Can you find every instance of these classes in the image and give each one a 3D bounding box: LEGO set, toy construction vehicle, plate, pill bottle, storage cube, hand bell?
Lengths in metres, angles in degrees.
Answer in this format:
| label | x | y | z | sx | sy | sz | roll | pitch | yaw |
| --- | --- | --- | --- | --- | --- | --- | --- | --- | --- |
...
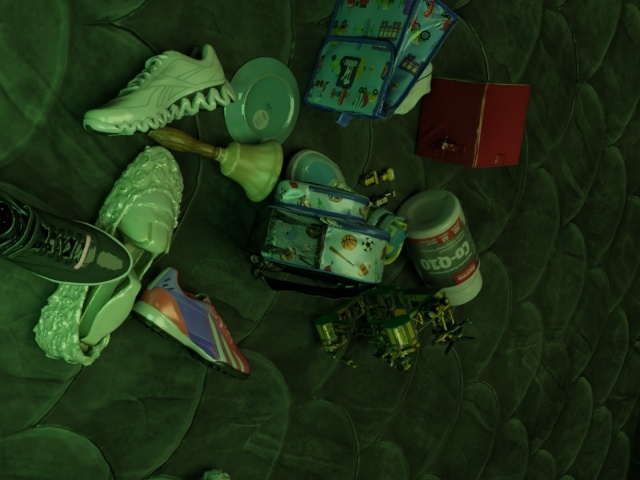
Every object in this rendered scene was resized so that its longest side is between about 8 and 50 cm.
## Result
| label | x | y | z | sx | sy | sz | roll | pitch | yaw |
| --- | --- | --- | --- | --- | --- | --- | --- | --- | --- |
| LEGO set | 0.167 | 0.231 | 1.695 | 0.255 | 0.331 | 0.192 | -35 | 110 | -46 |
| toy construction vehicle | 0.134 | -0.124 | 1.732 | 0.098 | 0.035 | 0.086 | -30 | 113 | -36 |
| plate | -0.106 | -0.262 | 1.453 | 0.188 | 0.024 | 0.188 | -18 | 117 | -40 |
| pill bottle | 0.305 | 0.024 | 1.854 | 0.161 | 0.161 | 0.283 | -47 | 131 | -21 |
| storage cube | 0.364 | -0.287 | 1.779 | 0.215 | 0.184 | 0.193 | -8 | 110 | -42 |
| hand bell | -0.203 | -0.165 | 1.362 | 0.242 | 0.126 | 0.126 | 18 | 93 | -33 |

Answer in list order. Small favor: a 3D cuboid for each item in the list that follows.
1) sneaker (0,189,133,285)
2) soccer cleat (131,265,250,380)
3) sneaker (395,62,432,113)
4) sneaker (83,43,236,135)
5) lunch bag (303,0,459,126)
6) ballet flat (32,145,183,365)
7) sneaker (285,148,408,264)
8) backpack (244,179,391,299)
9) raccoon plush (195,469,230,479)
| label | x | y | z | sx | sy | sz | roll | pitch | yaw |
| --- | --- | --- | --- | --- | --- | --- | --- | --- | --- |
| sneaker | -0.414 | 0.003 | 1.101 | 0.296 | 0.147 | 0.104 | 22 | 82 | -24 |
| soccer cleat | -0.225 | 0.172 | 1.447 | 0.318 | 0.109 | 0.116 | 44 | 70 | -41 |
| sneaker | 0.167 | -0.319 | 1.642 | 0.258 | 0.094 | 0.091 | -33 | 121 | -32 |
| sneaker | -0.276 | -0.251 | 1.248 | 0.292 | 0.110 | 0.118 | -31 | 117 | -42 |
| lunch bag | 0.099 | -0.357 | 1.473 | 0.138 | 0.221 | 0.293 | 30 | 83 | -45 |
| ballet flat | -0.330 | 0.035 | 1.273 | 0.147 | 0.147 | 0.409 | 36 | 79 | -45 |
| sneaker | 0.075 | -0.066 | 1.567 | 0.127 | 0.208 | 0.319 | -55 | 133 | -12 |
| backpack | 0.000 | 0.000 | 1.418 | 0.263 | 0.276 | 0.213 | 20 | 92 | -7 |
| raccoon plush | -0.386 | 0.524 | 1.424 | 0.299 | 0.216 | 0.446 | 66 | 29 | -20 |
